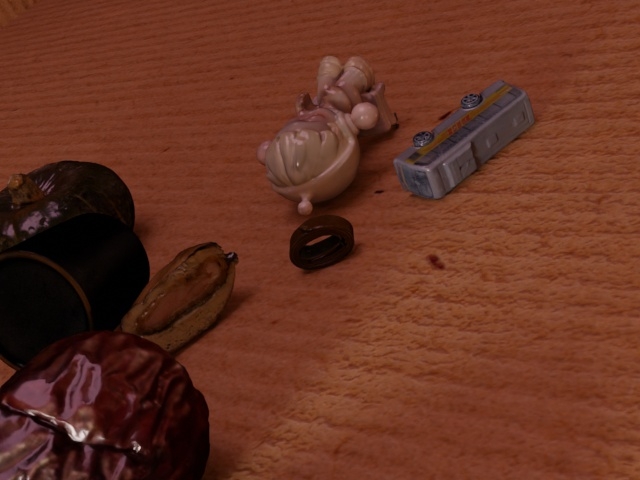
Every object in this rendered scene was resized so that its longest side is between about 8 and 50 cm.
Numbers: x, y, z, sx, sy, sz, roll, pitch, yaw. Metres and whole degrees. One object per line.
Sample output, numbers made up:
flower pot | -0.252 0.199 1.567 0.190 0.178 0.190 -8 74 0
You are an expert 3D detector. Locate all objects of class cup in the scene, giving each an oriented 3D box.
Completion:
cup | -0.340 0.077 1.420 0.239 0.166 0.177 -35 7 27

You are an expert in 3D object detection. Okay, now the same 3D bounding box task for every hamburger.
hamburger | -0.177 0.075 1.411 0.176 0.087 0.102 -47 13 -10

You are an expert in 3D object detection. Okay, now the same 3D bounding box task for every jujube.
jujube | -0.254 0.247 1.062 0.216 0.216 0.342 8 53 50

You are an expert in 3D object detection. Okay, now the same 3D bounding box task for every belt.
belt | 0.000 0.000 1.387 0.083 0.059 0.036 -23 28 13

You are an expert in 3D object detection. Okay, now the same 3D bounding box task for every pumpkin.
pumpkin | -0.409 -0.023 1.670 0.260 0.189 0.260 -22 30 13

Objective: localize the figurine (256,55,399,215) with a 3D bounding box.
figurine | -0.002 -0.133 1.553 0.182 0.144 0.257 11 40 22

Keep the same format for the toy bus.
toy bus | 0.184 -0.126 1.433 0.190 0.064 0.075 -39 41 -19
